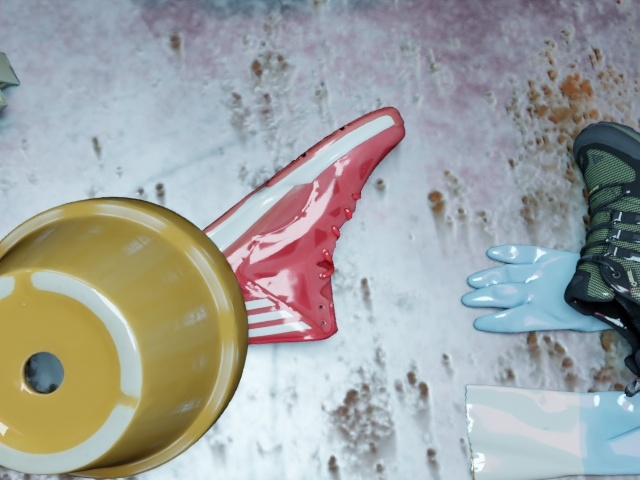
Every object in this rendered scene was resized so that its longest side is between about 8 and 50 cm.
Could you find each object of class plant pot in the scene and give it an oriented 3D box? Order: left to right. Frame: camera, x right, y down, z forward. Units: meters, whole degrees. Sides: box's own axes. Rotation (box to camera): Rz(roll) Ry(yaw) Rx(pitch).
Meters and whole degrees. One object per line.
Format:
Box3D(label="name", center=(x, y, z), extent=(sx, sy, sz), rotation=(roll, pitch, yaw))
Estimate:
Box3D(label="plant pot", center=(-0.163, 0.074, 0.814), extent=(0.205, 0.188, 0.205), rotation=(0, 93, 5))

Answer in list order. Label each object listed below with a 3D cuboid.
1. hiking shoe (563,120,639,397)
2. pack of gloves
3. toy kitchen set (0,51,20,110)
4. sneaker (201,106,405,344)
Box3D(label="hiking shoe", center=(0.242, 0.007, 0.951), extent=(0.114, 0.086, 0.226), rotation=(-14, 68, -20))
Box3D(label="pack of gloves", center=(0.232, 0.093, 0.970), extent=(0.232, 0.046, 0.195), rotation=(-2, 79, -9))
Box3D(label="toy kitchen set", center=(-0.291, -0.124, 0.945), extent=(0.075, 0.068, 0.083), rotation=(-30, 84, 15))
Box3D(label="sneaker", center=(0.000, 0.000, 0.948), extent=(0.221, 0.087, 0.128), rotation=(-37, 94, -1))
